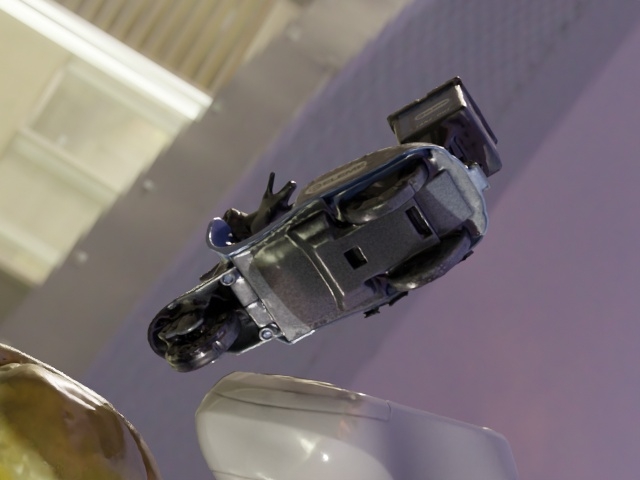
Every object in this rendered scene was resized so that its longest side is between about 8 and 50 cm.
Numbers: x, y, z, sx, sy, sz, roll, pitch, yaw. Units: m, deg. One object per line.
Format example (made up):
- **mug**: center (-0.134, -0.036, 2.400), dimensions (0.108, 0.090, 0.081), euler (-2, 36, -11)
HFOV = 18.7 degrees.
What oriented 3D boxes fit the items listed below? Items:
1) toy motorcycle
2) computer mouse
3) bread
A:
- **toy motorcycle**: center (0.000, 0.000, 1.766), dimensions (0.358, 0.125, 0.212), euler (-29, -158, 10)
- **computer mouse**: center (0.029, 0.180, 1.503), dimensions (0.297, 0.184, 0.121), euler (27, 71, -57)
- **bread**: center (-0.274, 0.239, 1.673), dimensions (0.210, 0.300, 0.341), euler (-26, 149, -58)
